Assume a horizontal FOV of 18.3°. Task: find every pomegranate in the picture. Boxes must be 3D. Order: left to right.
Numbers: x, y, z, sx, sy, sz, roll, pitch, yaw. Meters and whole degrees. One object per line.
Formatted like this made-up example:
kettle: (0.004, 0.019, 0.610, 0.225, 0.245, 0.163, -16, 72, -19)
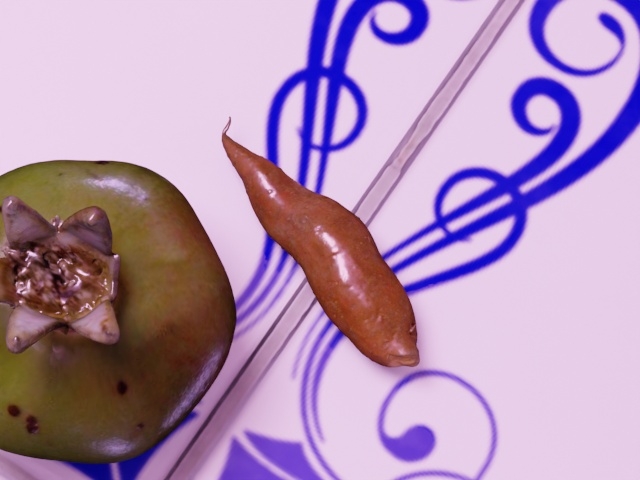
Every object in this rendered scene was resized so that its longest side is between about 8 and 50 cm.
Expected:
pomegranate: (-0.137, 0.035, 1.102, 0.181, 0.224, 0.181, 0, 82, -3)

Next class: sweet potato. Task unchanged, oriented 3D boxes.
sweet potato: (0.000, 0.000, 1.212, 0.056, 0.056, 0.195, -36, 75, -13)
